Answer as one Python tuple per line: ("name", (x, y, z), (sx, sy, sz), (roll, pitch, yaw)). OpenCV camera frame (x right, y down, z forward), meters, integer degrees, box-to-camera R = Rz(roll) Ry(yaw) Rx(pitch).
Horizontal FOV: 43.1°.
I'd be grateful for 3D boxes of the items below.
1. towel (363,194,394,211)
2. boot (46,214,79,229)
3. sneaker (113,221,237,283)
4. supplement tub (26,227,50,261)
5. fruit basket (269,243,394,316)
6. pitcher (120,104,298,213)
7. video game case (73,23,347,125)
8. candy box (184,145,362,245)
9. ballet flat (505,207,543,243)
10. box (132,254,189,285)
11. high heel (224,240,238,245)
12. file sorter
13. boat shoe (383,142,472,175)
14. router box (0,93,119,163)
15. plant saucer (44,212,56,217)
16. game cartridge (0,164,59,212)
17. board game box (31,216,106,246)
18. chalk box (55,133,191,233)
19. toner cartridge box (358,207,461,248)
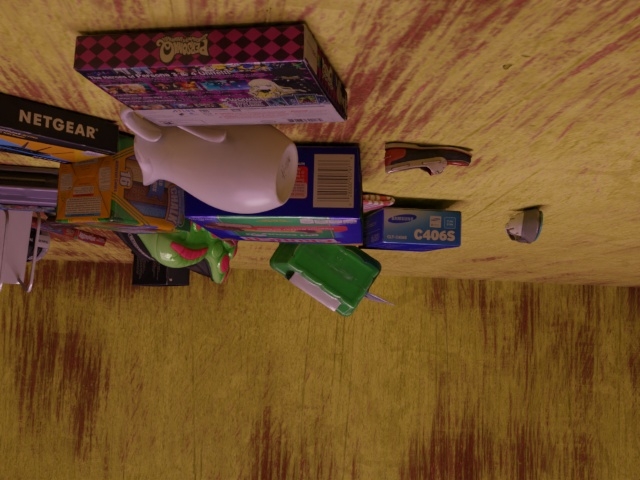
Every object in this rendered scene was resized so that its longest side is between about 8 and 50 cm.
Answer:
("towel", (0.032, -0.081, 1.625), (0.197, 0.029, 0.144), (3, 174, -31))
("boot", (-0.482, -0.037, 1.645), (0.114, 0.037, 0.106), (-12, 160, 26))
("sneaker", (-0.299, -0.024, 1.757), (0.202, 0.185, 0.483), (19, 174, 13))
("supplement tub", (-0.812, -0.008, 2.119), (0.117, 0.117, 0.190), (-1, 173, 22))
("fruit basket", (-0.003, 0.069, 1.954), (0.327, 0.165, 0.353), (35, 169, -9))
("pitcher", (-0.144, -0.116, 1.043), (0.207, 0.125, 0.178), (12, 161, 15))
("video game case", (-0.103, -0.166, 0.853), (0.232, 0.042, 0.210), (0, 173, 13))
("candy box", (-0.062, -0.068, 1.341), (0.268, 0.122, 0.317), (1, 174, 4))
("ballet flat", (0.435, -0.027, 1.751), (0.068, 0.072, 0.213), (5, 174, 9))
("box", (-0.468, 0.057, 2.392), (0.158, 0.156, 0.093), (-3, 172, 39))
("high heel", (-0.248, -0.058, 1.499), (0.244, 0.117, 0.082), (8, 171, -43))
("file sorter", (-0.752, 0.005, 1.726), (0.278, 0.193, 0.173), (6, -173, -31))
("boat shoe", (0.158, -0.116, 1.194), (0.137, 0.043, 0.049), (3, 172, -15))
("router box", (-0.385, -0.146, 1.096), (0.133, 0.046, 0.179), (-4, 171, 43))
("plant saucer", (-0.548, -0.058, 1.946), (0.241, 0.037, 0.241), (2, 174, 0))
("game cartridge", (-0.590, -0.097, 1.549), (0.355, 0.068, 0.230), (3, 169, -9))
("board game box", (-0.672, -0.038, 1.946), (0.281, 0.027, 0.145), (14, 177, 12))
("chalk box", (-0.286, -0.079, 1.274), (0.132, 0.132, 0.213), (-2, 172, 35))
("toner cartridge box", (0.188, -0.019, 1.794), (0.165, 0.075, 0.348), (2, 177, -6))
